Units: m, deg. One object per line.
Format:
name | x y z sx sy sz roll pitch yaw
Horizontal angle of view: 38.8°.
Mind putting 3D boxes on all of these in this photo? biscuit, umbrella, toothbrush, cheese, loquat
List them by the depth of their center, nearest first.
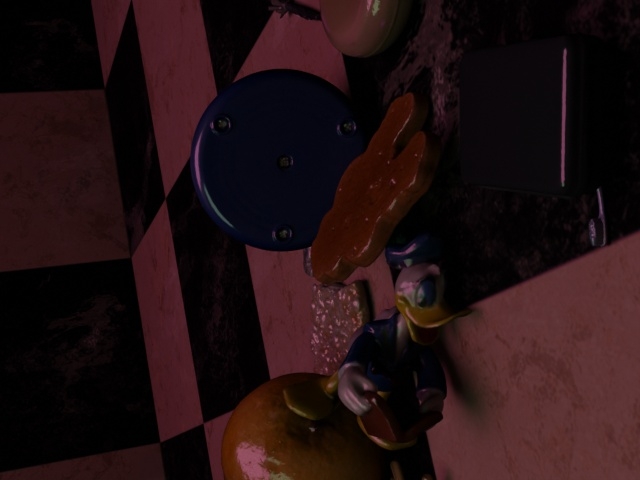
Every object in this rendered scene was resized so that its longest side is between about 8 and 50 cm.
toothbrush | 0.270 -0.090 0.903 0.013 0.019 0.193 177 88 -68
cheese | 0.084 -0.357 1.207 0.286 0.082 0.163 139 121 -61
biscuit | 0.073 -0.058 1.247 0.295 0.044 0.186 -53 27 36
loquat | -0.023 0.337 1.417 0.263 0.263 0.263 174 90 -68
biscuit | 0.029 0.152 1.524 0.265 0.040 0.188 113 143 -48
umbrella | -0.053 -0.399 1.577 0.044 0.044 0.269 61 172 -33

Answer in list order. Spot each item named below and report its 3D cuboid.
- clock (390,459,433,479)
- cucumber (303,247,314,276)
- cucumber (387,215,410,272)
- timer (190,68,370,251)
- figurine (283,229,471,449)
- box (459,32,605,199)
clock | 0.132 0.476 1.288 0.235 0.096 0.307 169 95 -68
cucumber | 0.000 0.002 1.524 0.064 0.064 0.111 -147 54 -62
cucumber | 0.108 -0.029 1.287 0.037 0.037 0.155 138 125 -63
timer | -0.082 -0.142 1.501 0.383 0.271 0.270 -136 43 -77
figurine | 0.084 0.140 1.205 0.283 0.205 0.338 -84 10 -69
box | 0.215 -0.129 0.957 0.230 0.050 0.160 -159 66 -71
